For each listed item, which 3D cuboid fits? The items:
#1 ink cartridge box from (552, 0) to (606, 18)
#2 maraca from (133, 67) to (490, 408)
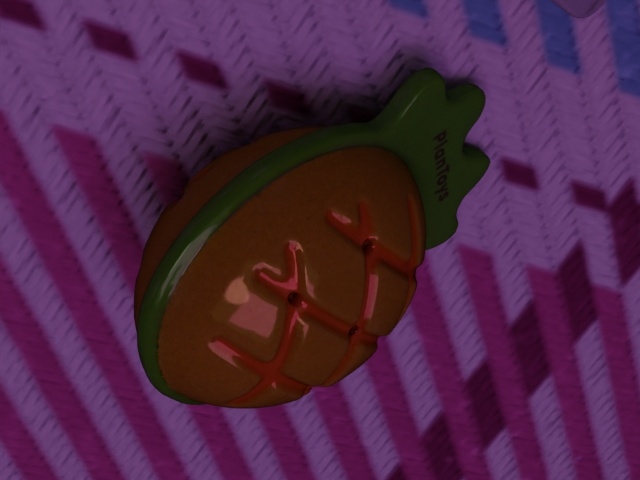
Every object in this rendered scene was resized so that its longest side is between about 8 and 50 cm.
[{"bbox_3d":[0.021,-0.180,0.493,0.153,0.208,0.087,30,115,-38],"label":"ink cartridge box"},{"bbox_3d":[0.000,0.000,0.738,0.186,0.099,0.127,-35,147,-19],"label":"maraca"}]
